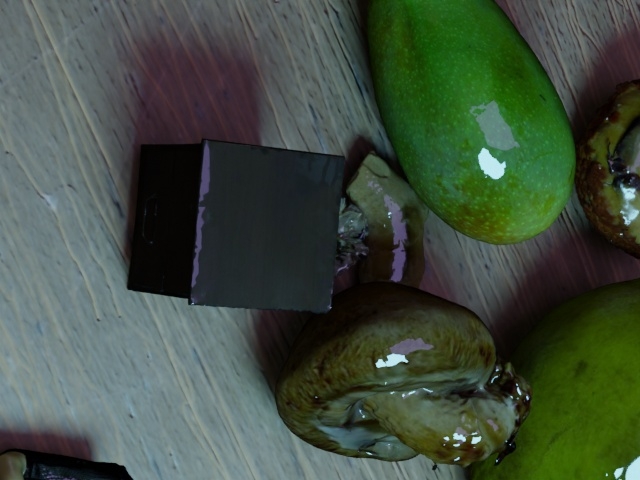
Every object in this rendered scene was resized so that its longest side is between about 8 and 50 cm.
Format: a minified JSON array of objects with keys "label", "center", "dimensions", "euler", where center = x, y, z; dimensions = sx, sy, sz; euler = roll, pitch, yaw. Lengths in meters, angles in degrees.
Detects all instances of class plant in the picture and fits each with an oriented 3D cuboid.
[{"label":"plant","center":[0.000,0.000,1.769],"dimensions":[0.116,0.122,0.104],"euler":[-10,107,-2]}]

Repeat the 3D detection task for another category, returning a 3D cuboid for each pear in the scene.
[{"label":"pear","center":[0.376,0.238,1.884],"dimensions":[0.352,0.352,0.413],"euler":[43,80,-24]}]

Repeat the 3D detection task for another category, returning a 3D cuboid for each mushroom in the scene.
[{"label":"mushroom","center":[0.098,0.156,1.768],"dimensions":[0.283,0.263,0.195],"euler":[20,47,-5]}]

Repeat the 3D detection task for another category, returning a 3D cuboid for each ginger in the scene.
[{"label":"ginger","center":[0.078,-0.012,1.844],"dimensions":[0.095,0.069,0.190],"euler":[-7,95,-34]}]

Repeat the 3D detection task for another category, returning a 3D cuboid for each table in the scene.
[{"label":"table","center":[-0.101,-0.016,1.674],"dimensions":[0.172,0.193,0.169],"euler":[5,90,-29]}]

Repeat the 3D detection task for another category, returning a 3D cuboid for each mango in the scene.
[{"label":"mango","center":[0.164,-0.167,1.800],"dimensions":[0.382,0.201,0.225],"euler":[63,33,-15]}]

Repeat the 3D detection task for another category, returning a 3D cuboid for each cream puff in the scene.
[{"label":"cream puff","center":[0.423,-0.092,1.981],"dimensions":[0.240,0.164,0.240],"euler":[-10,112,-25]}]

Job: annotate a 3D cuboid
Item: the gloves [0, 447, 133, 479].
[{"label":"gloves","center":[-0.328,0.312,1.585],"dimensions":[0.301,0.152,0.197],"euler":[9,82,-54]}]
